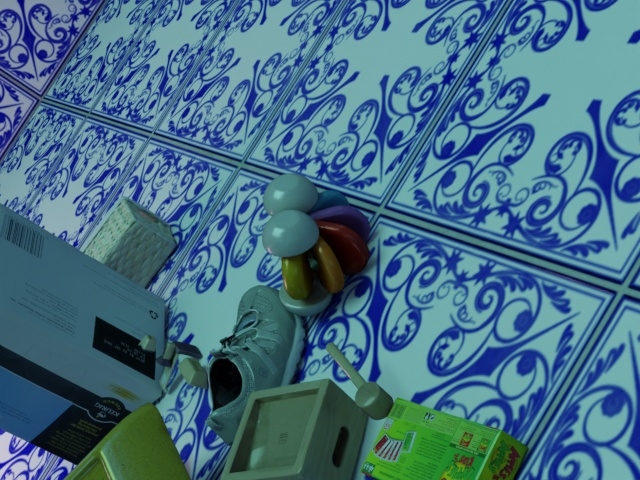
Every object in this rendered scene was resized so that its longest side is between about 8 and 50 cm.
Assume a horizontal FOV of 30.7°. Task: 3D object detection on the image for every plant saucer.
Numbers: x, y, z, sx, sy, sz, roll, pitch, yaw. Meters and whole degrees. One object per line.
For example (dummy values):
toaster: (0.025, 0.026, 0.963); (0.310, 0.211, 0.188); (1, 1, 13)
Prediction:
plant saucer: (-0.279, 0.422, 1.456); (0.333, 0.081, 0.332); (-45, 54, 18)

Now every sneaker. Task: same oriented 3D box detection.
sneaker: (-0.094, 0.154, 1.549); (0.105, 0.115, 0.281); (-39, 32, 28)

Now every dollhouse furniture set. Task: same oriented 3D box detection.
dollhouse furniture set: (-0.226, 0.208, 1.749); (0.081, 0.091, 0.114); (-66, 29, 12)

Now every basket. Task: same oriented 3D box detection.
basket: (-0.350, 0.026, 2.090); (0.167, 0.113, 0.103); (-52, 32, 6)

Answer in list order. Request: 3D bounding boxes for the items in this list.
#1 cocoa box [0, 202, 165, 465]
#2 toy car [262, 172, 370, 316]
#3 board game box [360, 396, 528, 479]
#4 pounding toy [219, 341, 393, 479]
cocoa box: (-0.450, 0.154, 1.854); (0.228, 0.347, 0.231); (-42, 31, 25)
toy car: (0.000, 0.000, 1.569); (0.136, 0.159, 0.182); (-10, 41, 7)
board game box: (0.124, 0.228, 1.212); (0.181, 0.043, 0.092); (7, 66, 59)
pounding toy: (0.011, 0.217, 1.359); (0.206, 0.094, 0.181); (-15, 42, 38)
